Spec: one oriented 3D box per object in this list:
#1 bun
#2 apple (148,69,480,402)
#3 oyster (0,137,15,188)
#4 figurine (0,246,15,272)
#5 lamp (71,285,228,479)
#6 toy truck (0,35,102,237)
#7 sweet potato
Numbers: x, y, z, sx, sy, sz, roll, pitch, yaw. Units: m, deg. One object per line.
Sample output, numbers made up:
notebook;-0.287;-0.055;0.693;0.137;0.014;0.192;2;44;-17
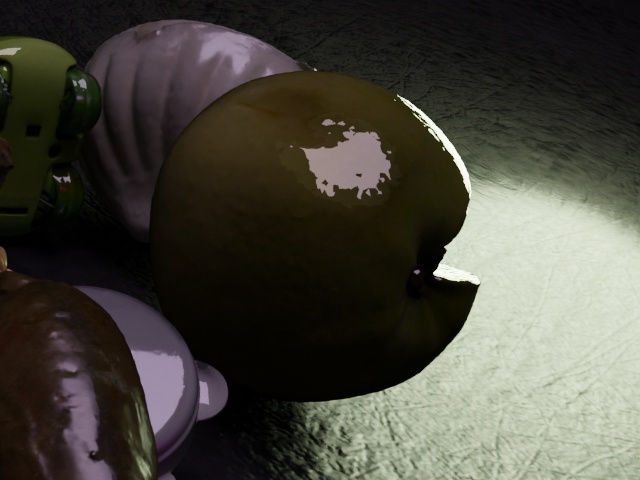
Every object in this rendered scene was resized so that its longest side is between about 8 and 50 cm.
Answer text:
bun;-0.124;-0.068;1.860;0.263;0.263;0.175;19;54;-3
apple;0.000;0.000;1.686;0.254;0.292;0.292;19;17;39
oyster;-0.382;-0.029;1.578;0.337;0.133;0.198;-22;80;-49
figurine;-0.251;0.074;1.561;0.196;0.114;0.108;32;-5;1
lamp;-0.203;0.113;1.471;0.246;0.108;0.179;25;44;2
toy truck;-0.311;-0.098;1.818;0.148;0.187;0.210;0;6;-40
sweet potato;-0.167;0.181;1.270;0.130;0.130;0.422;11;45;-23
